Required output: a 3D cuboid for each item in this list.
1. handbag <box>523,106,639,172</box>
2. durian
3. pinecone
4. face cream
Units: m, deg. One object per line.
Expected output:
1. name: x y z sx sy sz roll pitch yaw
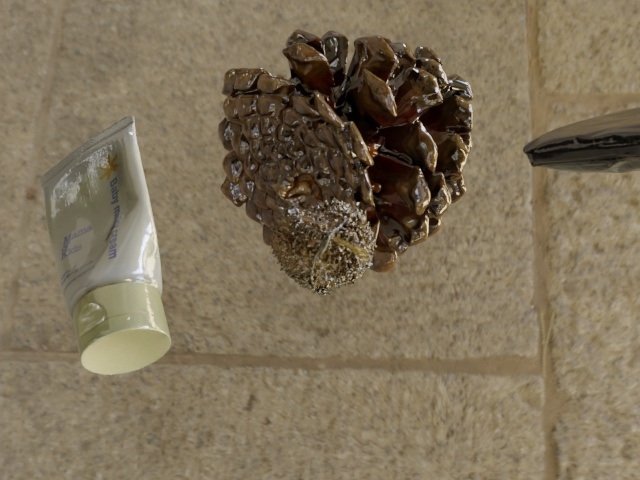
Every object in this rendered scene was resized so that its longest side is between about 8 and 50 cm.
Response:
1. handbag: 0.420 -0.131 0.981 0.192 0.332 0.075 -17 102 -21
2. durian: 0.000 0.000 0.616 0.080 0.080 0.091 -44 68 -5
3. pinecone: 0.061 -0.150 1.129 0.385 0.384 0.384 -3 73 9
4. face cream: -0.185 -0.001 0.655 0.114 0.070 0.224 -31 57 15
